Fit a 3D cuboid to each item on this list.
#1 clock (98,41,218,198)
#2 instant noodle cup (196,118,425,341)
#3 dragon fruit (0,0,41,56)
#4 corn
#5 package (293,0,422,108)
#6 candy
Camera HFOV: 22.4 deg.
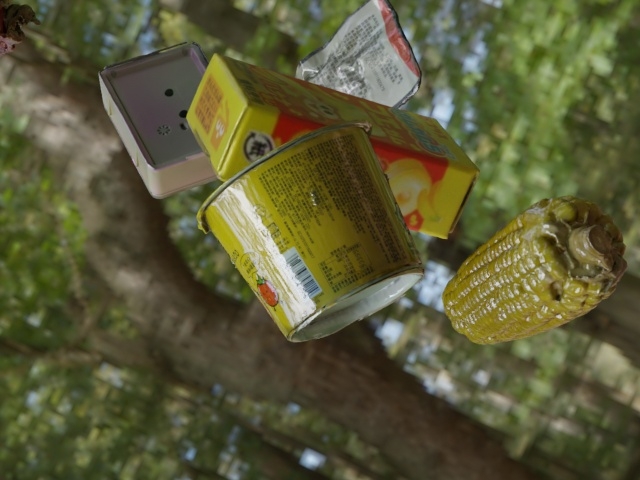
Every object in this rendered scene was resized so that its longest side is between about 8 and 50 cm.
[{"bbox_3d":[-0.192,-0.159,2.116,0.147,0.192,0.071,-20,-35,-17],"label":"clock"},{"bbox_3d":[0.000,0.000,1.445,0.182,0.144,0.182,-27,-12,-6],"label":"instant noodle cup"},{"bbox_3d":[-0.311,-0.222,1.489,0.147,0.096,0.102,-33,-70,-83],"label":"dragon fruit"},{"bbox_3d":[0.170,0.030,1.320,0.097,0.097,0.261,-61,8,-20],"label":"corn"},{"bbox_3d":[0.029,-0.195,2.093,0.232,0.166,0.040,-39,-33,25],"label":"package"},{"bbox_3d":[0.013,-0.097,1.670,0.088,0.276,0.146,-66,26,19],"label":"candy"}]
